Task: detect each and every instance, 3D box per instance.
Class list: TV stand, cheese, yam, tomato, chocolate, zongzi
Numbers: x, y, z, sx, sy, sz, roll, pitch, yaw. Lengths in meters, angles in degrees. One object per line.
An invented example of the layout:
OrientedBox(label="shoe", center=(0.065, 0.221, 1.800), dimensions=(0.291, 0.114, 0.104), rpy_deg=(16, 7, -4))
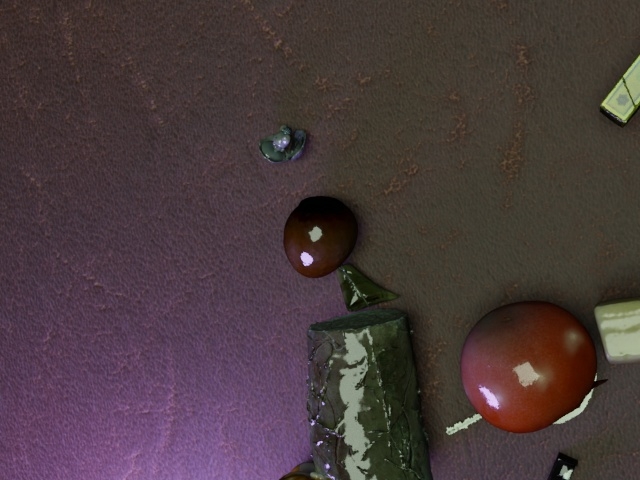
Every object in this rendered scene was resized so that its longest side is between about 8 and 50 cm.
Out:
OrientedBox(label="TV stand", center=(0.446, 0.550, 1.888), dimensions=(0.040, 0.049, 0.256), rpy_deg=(22, 99, 13))
OrientedBox(label="cheese", center=(0.639, 0.151, 1.709), dimensions=(0.265, 0.242, 0.124), rpy_deg=(-10, 81, 17))
OrientedBox(label="yam", center=(0.094, 0.318, 1.889), dimensions=(0.241, 0.241, 0.348), rpy_deg=(-6, 89, 17))
OrientedBox(label="tomato", center=(0.388, 0.234, 1.777), dimensions=(0.256, 0.256, 0.224), rpy_deg=(-22, 111, 16))
OrientedBox(label="chocolate", center=(0.000, 0.000, 1.933), dimensions=(0.177, 0.177, 0.177), rpy_deg=(1, 93, 16))
OrientedBox(label="zongzi", center=(0.097, 0.086, 1.970), dimensions=(0.113, 0.052, 0.104), rpy_deg=(-17, 82, 3))

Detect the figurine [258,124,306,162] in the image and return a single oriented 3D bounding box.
OrientedBox(label="figurine", center=(-0.074, -0.207, 1.987), dimensions=(0.082, 0.094, 0.086), rpy_deg=(26, 136, -23))

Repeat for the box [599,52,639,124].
OrientedBox(label="box", center=(0.606, -0.314, 1.747), dimensions=(0.064, 0.141, 0.220), rpy_deg=(40, 102, 10))

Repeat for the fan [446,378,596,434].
OrientedBox(label="fan", center=(0.395, 0.311, 1.909), dimensions=(0.329, 0.009, 0.191), rpy_deg=(-34, 81, 13))

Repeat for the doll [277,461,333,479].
OrientedBox(label="doll", center=(-0.023, 0.538, 1.927), dimensions=(0.167, 0.269, 0.162), rpy_deg=(5, 79, 17))
